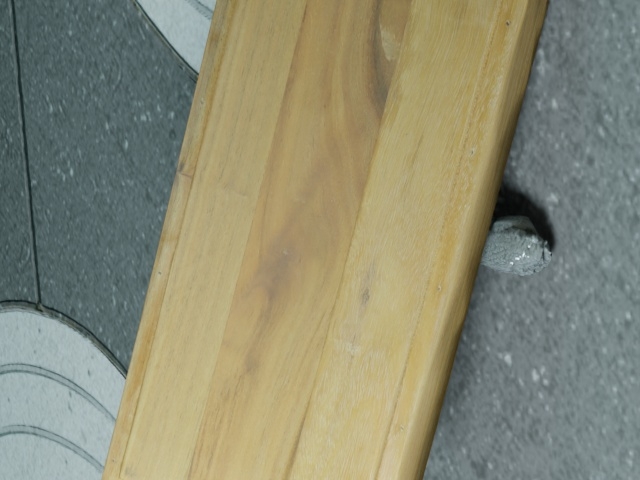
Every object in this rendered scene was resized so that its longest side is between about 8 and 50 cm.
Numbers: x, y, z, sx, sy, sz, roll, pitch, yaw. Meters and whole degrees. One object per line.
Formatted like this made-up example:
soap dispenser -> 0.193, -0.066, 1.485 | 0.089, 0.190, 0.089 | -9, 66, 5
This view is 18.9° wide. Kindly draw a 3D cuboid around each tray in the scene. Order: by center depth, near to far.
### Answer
tray -> 0.000, 0.000, 1.270 | 0.203, 0.076, 0.411 | 16, 97, 17

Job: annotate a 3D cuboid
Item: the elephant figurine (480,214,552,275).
elephant figurine -> 0.024, 0.023, 1.365 | 0.239, 0.169, 0.186 | 41, 161, 23
